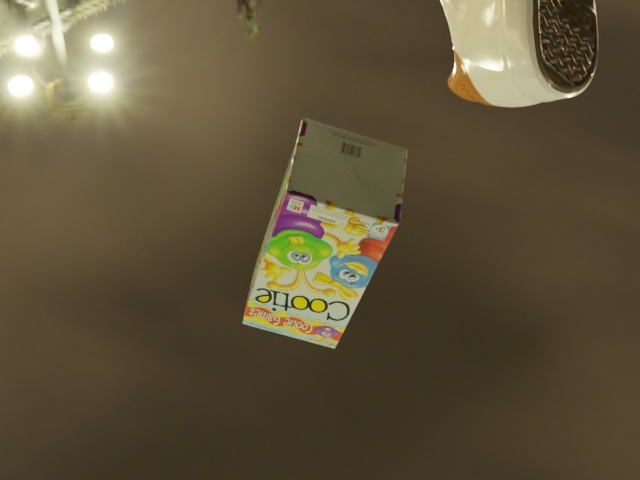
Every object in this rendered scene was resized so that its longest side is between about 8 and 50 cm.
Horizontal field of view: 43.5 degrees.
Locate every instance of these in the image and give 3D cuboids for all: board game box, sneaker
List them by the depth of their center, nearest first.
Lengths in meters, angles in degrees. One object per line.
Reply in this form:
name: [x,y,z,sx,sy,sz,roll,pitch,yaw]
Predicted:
sneaker: [0.120,-0.238,0.564,0.106,0.290,0.123,1,180,-33]
board game box: [0.000,0.000,1.075,0.144,0.275,0.142,16,-132,-6]
